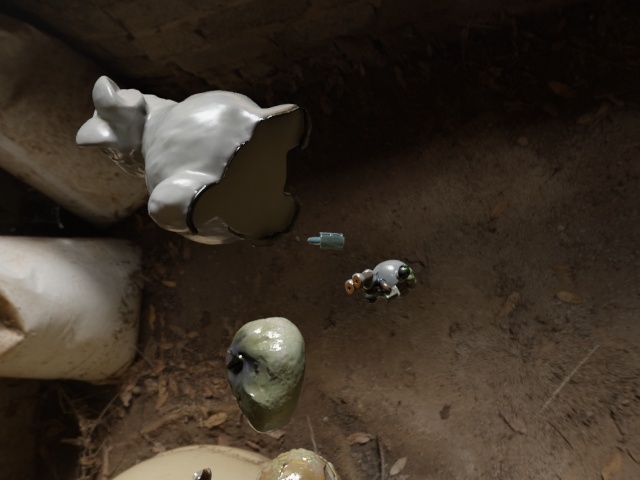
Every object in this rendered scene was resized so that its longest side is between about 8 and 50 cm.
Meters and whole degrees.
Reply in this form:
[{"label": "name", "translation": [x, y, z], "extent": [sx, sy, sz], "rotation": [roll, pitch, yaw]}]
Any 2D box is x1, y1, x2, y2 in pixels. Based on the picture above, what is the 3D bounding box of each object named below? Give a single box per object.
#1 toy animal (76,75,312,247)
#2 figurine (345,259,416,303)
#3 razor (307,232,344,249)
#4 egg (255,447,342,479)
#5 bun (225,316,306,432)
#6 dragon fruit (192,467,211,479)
[{"label": "toy animal", "translation": [-0.196, -0.119, 0.692], "extent": [0.357, 0.257, 0.194], "rotation": [21, 106, 29]}, {"label": "figurine", "translation": [0.142, 0.098, 1.161], "extent": [0.147, 0.197, 0.094], "rotation": [-43, 72, 39]}, {"label": "razor", "translation": [0.000, 0.000, 1.319], "extent": [0.135, 0.068, 0.040], "rotation": [3, 89, 63]}, {"label": "egg", "translation": [-0.040, 0.517, 0.980], "extent": [0.194, 0.195, 0.234], "rotation": [-1, 101, 21]}, {"label": "bun", "translation": [-0.140, 0.313, 1.233], "extent": [0.273, 0.168, 0.273], "rotation": [-33, 52, 57]}, {"label": "dragon fruit", "translation": [-0.012, 0.344, 0.443], "extent": [0.282, 0.100, 0.344], "rotation": [-41, 81, 40]}]
